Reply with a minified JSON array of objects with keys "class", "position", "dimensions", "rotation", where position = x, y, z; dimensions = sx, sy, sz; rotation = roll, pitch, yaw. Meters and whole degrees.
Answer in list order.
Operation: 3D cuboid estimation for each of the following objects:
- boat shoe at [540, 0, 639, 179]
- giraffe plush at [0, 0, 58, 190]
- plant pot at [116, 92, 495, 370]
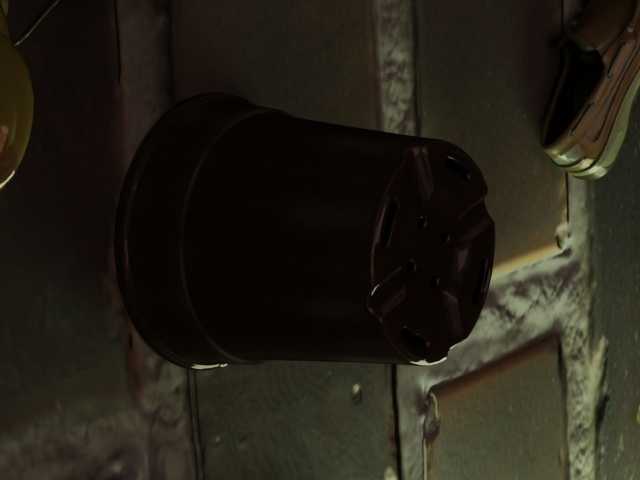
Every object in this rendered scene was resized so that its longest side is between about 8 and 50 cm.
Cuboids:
[{"class":"boat shoe","position":[0.217,-0.145,1.365],"dimensions":[0.072,0.068,0.190],"rotation":[27,73,-39]},{"class":"giraffe plush","position":[-0.218,-0.085,0.735],"dimensions":[0.170,0.181,0.210],"rotation":[34,77,-27]},{"class":"plant pot","position":[0.000,0.000,1.009],"dimensions":[0.167,0.165,0.167],"rotation":[-8,100,-53]}]
